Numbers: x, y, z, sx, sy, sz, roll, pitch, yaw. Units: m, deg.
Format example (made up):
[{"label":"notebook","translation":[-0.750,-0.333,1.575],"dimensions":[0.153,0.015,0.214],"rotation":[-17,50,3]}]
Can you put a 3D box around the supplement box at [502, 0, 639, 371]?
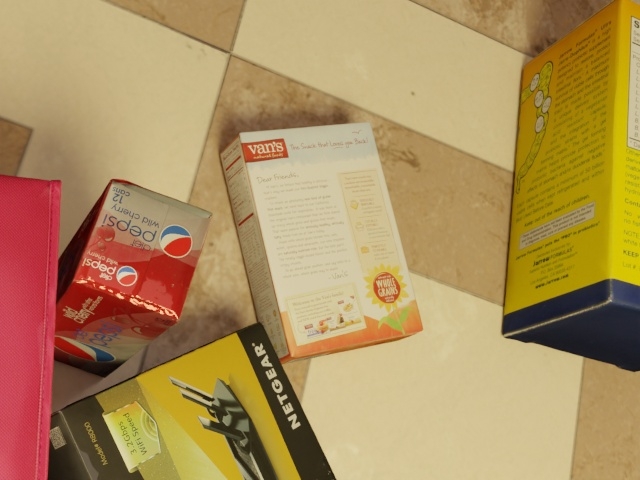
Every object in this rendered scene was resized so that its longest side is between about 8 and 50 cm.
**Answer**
[{"label":"supplement box","translation":[0.349,-0.055,1.156],"dimensions":[0.194,0.195,0.357],"rotation":[16,69,-20]}]

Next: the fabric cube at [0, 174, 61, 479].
[{"label":"fabric cube","translation":[-0.351,0.092,0.752],"dimensions":[0.258,0.259,0.254],"rotation":[6,71,-25]}]

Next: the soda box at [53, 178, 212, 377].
[{"label":"soda box","translation":[-0.176,0.041,0.843],"dimensions":[0.083,0.263,0.092],"rotation":[22,66,-16]}]

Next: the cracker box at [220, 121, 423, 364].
[{"label":"cracker box","translation":[0.000,0.000,1.050],"dimensions":[0.155,0.067,0.232],"rotation":[-8,78,-27]}]

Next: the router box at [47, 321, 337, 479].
[{"label":"router box","translation":[-0.086,0.252,0.879],"dimensions":[0.243,0.081,0.309],"rotation":[-22,84,-50]}]
